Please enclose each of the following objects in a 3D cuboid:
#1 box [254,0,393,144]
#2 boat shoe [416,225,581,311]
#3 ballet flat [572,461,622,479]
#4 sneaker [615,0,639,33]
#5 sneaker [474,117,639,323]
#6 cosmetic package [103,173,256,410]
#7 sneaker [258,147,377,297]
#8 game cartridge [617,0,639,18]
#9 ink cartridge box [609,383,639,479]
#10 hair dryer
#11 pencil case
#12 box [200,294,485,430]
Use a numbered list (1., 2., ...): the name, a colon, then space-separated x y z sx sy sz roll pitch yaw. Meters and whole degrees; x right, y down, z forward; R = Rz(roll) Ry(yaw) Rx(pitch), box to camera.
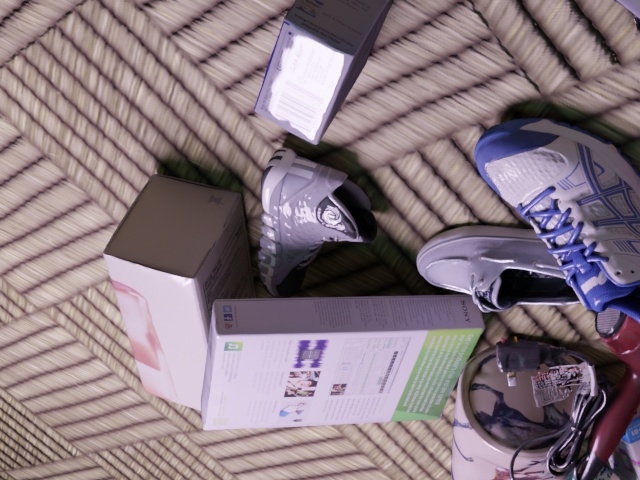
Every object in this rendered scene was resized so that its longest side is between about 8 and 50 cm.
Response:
1. box: 0.008 -0.185 0.996 0.072 0.137 0.126 28 143 1
2. boat shoe: 0.201 0.036 1.181 0.227 0.081 0.079 -3 133 33
3. ballet flat: 0.346 0.308 1.288 0.070 0.070 0.188 8 158 24
4. sneaker: 0.290 -0.174 0.896 0.188 0.067 0.078 34 136 -12
5. sneaker: 0.273 -0.005 1.052 0.296 0.131 0.112 32 144 -3
6. cosmetic package: -0.171 0.076 1.398 0.129 0.153 0.296 14 139 15
7. sneaker: 0.000 0.000 1.262 0.132 0.086 0.229 14 140 13
8. game cartridge: 0.320 -0.236 0.764 0.355 0.068 0.230 35 128 -10
9. ink cartridge box: 0.377 0.245 1.279 0.123 0.052 0.088 66 171 -15
10. hair dryer: 0.334 0.156 1.177 0.293 0.080 0.224 -15 120 3
11. pencil case: 0.261 0.304 1.391 0.183 0.160 0.410 10 140 16
12. box: 0.019 0.154 1.332 0.321 0.059 0.232 1 143 -11
